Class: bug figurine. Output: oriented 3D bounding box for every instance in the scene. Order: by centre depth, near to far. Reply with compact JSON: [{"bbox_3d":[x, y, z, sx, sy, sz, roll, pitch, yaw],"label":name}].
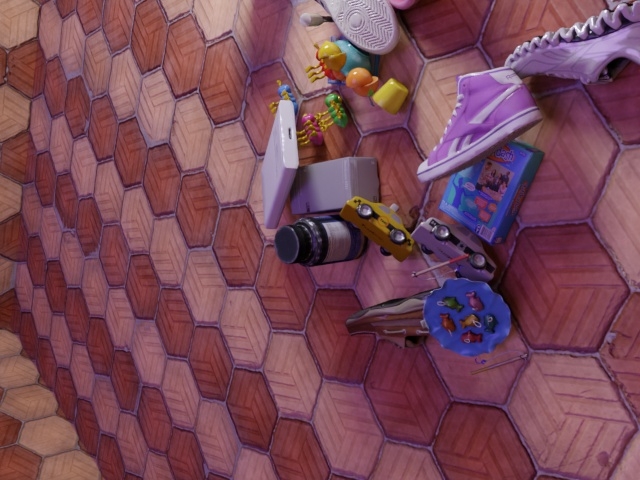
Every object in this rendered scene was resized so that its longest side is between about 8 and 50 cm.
[{"bbox_3d":[-0.017,-0.360,1.830,0.279,0.072,0.216,-30,80,51],"label":"bug figurine"}]

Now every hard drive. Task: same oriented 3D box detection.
[{"bbox_3d":[-0.110,-0.190,1.874,0.307,0.040,0.203,115,153,-60],"label":"hard drive"}]

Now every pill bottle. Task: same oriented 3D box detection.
[{"bbox_3d":[0.000,0.000,1.757,0.123,0.219,0.122,9,102,48],"label":"pill bottle"}]

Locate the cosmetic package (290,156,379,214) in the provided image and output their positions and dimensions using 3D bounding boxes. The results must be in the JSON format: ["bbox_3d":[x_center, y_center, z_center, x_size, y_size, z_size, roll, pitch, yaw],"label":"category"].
[{"bbox_3d":[0.032,-0.133,1.795,0.238,0.107,0.127,-8,86,52],"label":"cosmetic package"}]

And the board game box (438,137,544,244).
[{"bbox_3d":[0.347,-0.121,1.478,0.160,0.047,0.210,41,124,38],"label":"board game box"}]

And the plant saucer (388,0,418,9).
[{"bbox_3d":[0.138,-0.657,1.513,0.332,0.084,0.332,58,174,9],"label":"plant saucer"}]

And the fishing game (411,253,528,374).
[{"bbox_3d":[0.297,0.163,1.486,0.189,0.041,0.264,-22,102,32],"label":"fishing game"}]

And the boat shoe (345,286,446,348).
[{"bbox_3d":[0.187,0.193,1.648,0.324,0.123,0.119,-22,84,48],"label":"boat shoe"}]

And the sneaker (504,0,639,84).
[{"bbox_3d":[0.461,-0.328,1.285,0.292,0.110,0.118,-11,96,49],"label":"sneaker"}]

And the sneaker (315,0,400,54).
[{"bbox_3d":[0.071,-0.566,1.681,0.131,0.148,0.350,-45,76,20],"label":"sneaker"}]

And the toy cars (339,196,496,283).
[{"bbox_3d":[0.218,-0.016,1.579,0.394,0.087,0.176,19,151,41],"label":"toy cars"}]

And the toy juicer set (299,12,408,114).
[{"bbox_3d":[0.040,-0.414,1.641,0.089,0.209,0.329,-51,63,26],"label":"toy juicer set"}]

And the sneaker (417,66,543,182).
[{"bbox_3d":[0.284,-0.233,1.413,0.282,0.102,0.161,-33,81,35],"label":"sneaker"}]

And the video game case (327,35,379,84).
[{"bbox_3d":[0.081,-0.441,1.764,0.166,0.015,0.119,18,109,46],"label":"video game case"}]
